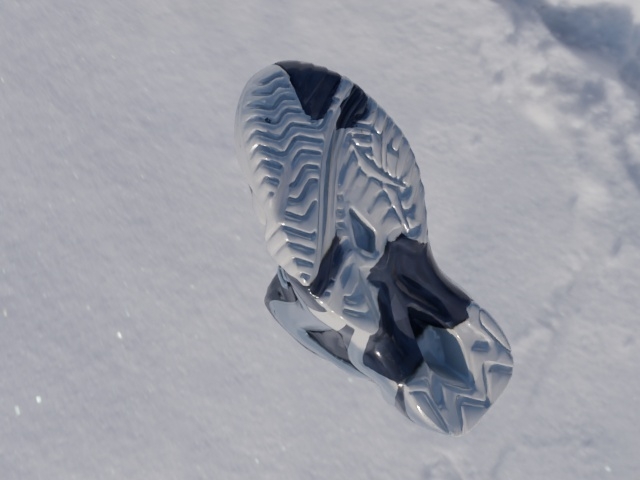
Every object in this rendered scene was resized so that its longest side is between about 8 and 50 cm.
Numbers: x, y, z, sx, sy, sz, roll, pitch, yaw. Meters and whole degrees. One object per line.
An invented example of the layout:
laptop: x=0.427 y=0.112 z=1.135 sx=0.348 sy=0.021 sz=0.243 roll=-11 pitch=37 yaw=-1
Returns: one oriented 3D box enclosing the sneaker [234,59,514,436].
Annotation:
sneaker: x=0.000 y=0.000 z=0.673 sx=0.094 sy=0.153 sz=0.235 roll=-50 pitch=121 yaw=-16
